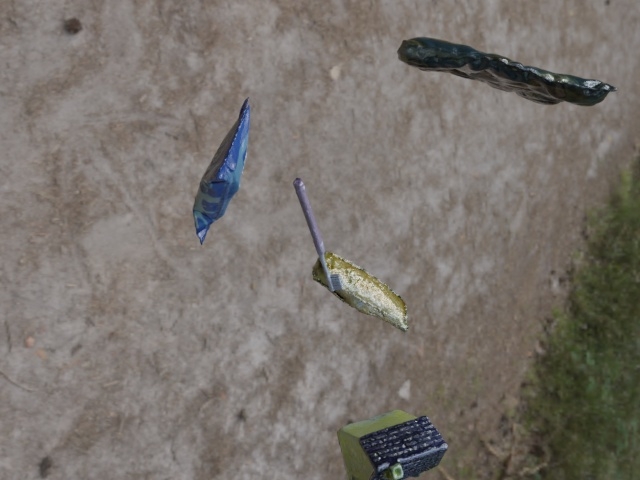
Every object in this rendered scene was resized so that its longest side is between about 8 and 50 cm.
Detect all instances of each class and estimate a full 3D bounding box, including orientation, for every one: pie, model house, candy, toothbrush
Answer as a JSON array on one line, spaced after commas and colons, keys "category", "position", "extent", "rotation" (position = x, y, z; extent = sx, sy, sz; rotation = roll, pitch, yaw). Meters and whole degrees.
[{"category": "pie", "position": [0.106, 0.123, 1.772], "extent": [0.282, 0.068, 0.129], "rotation": [33, 29, -21]}, {"category": "model house", "position": [0.172, 0.481, 1.625], "extent": [0.193, 0.211, 0.170], "rotation": [-10, 89, -21]}, {"category": "candy", "position": [-0.202, -0.133, 1.527], "extent": [0.077, 0.331, 0.187], "rotation": [21, 62, -10]}, {"category": "toothbrush", "position": [0.000, 0.000, 1.444], "extent": [0.354, 0.029, 0.024], "rotation": [71, 20, -51]}]

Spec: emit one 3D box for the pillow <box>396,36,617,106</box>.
[{"category": "pillow", "position": [0.173, -0.168, 0.738], "extent": [0.255, 0.188, 0.034], "rotation": [-56, 159, -77]}]
